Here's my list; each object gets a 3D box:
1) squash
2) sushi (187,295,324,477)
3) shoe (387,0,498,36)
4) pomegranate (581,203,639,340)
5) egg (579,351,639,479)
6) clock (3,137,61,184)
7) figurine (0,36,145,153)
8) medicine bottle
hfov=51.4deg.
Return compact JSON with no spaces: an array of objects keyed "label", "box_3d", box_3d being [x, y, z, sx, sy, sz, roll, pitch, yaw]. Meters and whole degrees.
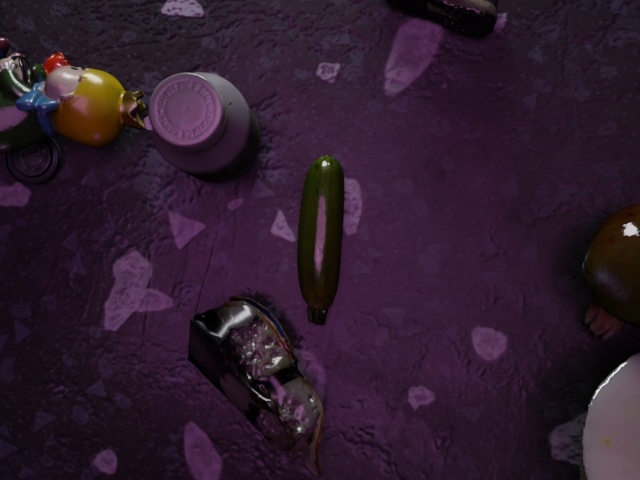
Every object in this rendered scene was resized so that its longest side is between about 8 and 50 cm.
[{"label":"squash","box_3d":[0.000,0.000,0.969,0.066,0.066,0.251,3,89,2]},{"label":"sushi","box_3d":[-0.063,0.199,0.948,0.273,0.134,0.109,43,59,12]},{"label":"shoe","box_3d":[0.173,-0.370,0.975,0.195,0.074,0.077,22,78,0]},{"label":"pomegranate","box_3d":[0.437,0.055,0.916,0.180,0.180,0.209,25,128,2]},{"label":"egg","box_3d":[0.488,0.322,0.878,0.337,0.201,0.336,-3,62,5]},{"label":"clock","box_3d":[-0.436,-0.126,1.011,0.085,0.017,0.085,0,89,2]},{"label":"figurine","box_3d":[-0.377,-0.218,0.968,0.234,0.127,0.185,-13,64,4]},{"label":"medicine bottle","box_3d":[-0.159,-0.154,0.903,0.135,0.215,0.134,0,89,2]}]
